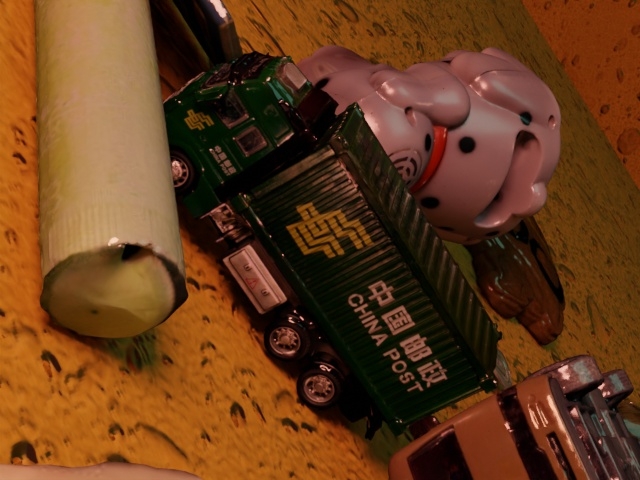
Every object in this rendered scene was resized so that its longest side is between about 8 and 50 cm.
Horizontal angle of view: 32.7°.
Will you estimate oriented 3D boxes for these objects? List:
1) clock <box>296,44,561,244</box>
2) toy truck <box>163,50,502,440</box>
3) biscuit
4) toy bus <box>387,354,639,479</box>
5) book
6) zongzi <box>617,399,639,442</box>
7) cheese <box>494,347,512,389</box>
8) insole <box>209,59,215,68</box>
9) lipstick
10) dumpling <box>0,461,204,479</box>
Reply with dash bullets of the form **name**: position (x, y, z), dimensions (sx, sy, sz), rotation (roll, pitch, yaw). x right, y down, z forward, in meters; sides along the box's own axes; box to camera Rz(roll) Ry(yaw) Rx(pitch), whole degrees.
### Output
- **clock**: position (0.071, -0.089, 0.955), dimensions (0.254, 0.189, 0.189), rotation (2, 57, -45)
- **toy truck**: position (0.000, 0.000, 0.700), dimensions (0.259, 0.121, 0.088), rotation (56, 21, -14)
- **biscuit**: position (0.221, 0.006, 1.265), dimensions (0.208, 0.041, 0.290), rotation (52, 23, -10)
- **toy bus**: position (0.150, 0.172, 0.727), dimensions (0.139, 0.157, 0.289), rotation (67, 16, 17)
- **book**: position (-0.142, -0.252, 0.763), dimensions (0.322, 0.018, 0.228), rotation (58, -2, 4)
- **zongzi**: position (0.337, 0.259, 1.104), dimensions (0.204, 0.094, 0.205), rotation (26, 38, -45)
- **cheese**: position (0.143, 0.092, 1.009), dimensions (0.121, 0.026, 0.067), rotation (47, 25, -25)
- **insole**: position (-0.061, -0.082, 0.849), dimensions (0.065, 0.004, 0.197), rotation (37, 30, -39)
- **lipstick**: position (-0.127, -0.082, 0.624), dimensions (0.076, 0.076, 0.304), rotation (35, 32, -43)
- **dumpling**: position (-0.021, 0.209, 0.310), dimensions (0.318, 0.187, 0.243), rotation (53, 19, -17)
